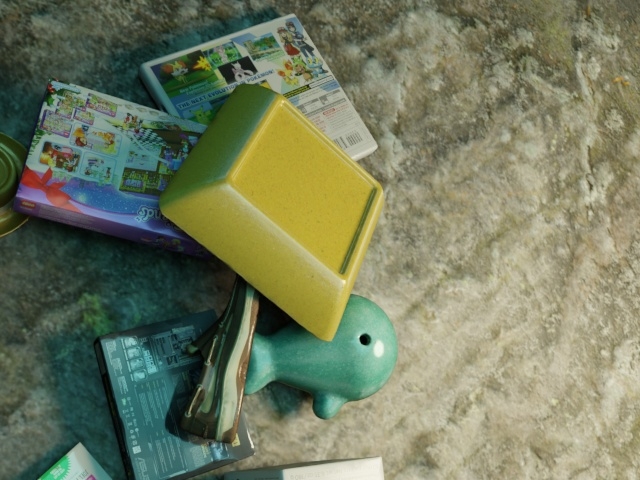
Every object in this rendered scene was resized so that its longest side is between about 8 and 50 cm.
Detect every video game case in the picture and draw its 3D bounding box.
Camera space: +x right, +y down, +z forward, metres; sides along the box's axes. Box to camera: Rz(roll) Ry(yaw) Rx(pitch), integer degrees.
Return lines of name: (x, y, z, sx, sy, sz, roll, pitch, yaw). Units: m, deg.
video game case: (-0.100, -0.224, 1.352, 0.329, 0.036, 0.300, -29, 84, -31)

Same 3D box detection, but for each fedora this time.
fedora: (-0.497, -0.093, 1.109, 0.194, 0.079, 0.194, 8, 71, -23)

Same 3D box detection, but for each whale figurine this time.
whale figurine: (-0.002, 0.172, 1.229, 0.272, 0.141, 0.216, -3, 76, -24)

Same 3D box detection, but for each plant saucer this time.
plant saucer: (-0.037, -0.068, 1.196, 0.333, 0.081, 0.332, 41, 43, -17)

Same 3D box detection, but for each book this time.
book: (-0.325, 0.367, 1.080, 0.144, 0.035, 0.096, 49, 57, -3)

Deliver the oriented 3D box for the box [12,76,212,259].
box: (-0.283, -0.104, 1.164, 0.293, 0.057, 0.200, 16, 64, -19)

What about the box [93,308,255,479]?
box: (-0.216, 0.234, 1.154, 0.183, 0.059, 0.232, -13, 79, -28)

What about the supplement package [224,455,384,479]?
supplement package: (-0.012, 0.466, 1.102, 0.178, 0.175, 0.292, 3, 73, -35)

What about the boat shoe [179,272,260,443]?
boat shoe: (-0.148, 0.157, 1.129, 0.095, 0.095, 0.257, 10, 62, -3)
